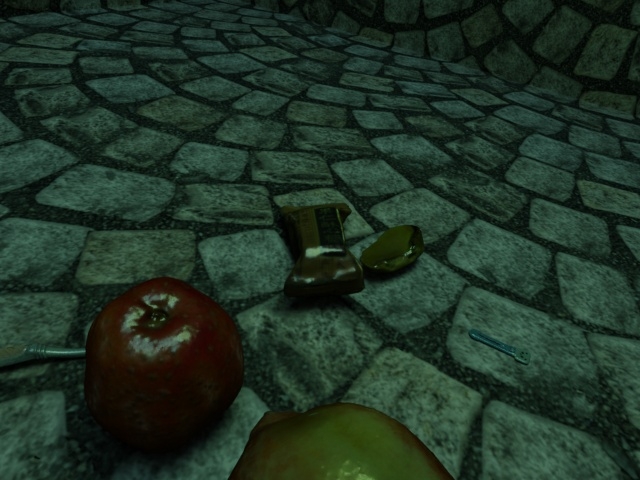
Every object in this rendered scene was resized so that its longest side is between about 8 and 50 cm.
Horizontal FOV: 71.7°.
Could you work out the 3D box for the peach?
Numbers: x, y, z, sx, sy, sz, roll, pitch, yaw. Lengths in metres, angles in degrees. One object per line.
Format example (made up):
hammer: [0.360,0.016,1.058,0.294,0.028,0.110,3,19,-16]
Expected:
peach: [0.011,0.246,0.354,0.232,0.233,0.256,-18,36,-31]

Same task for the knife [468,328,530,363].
knife: [0.278,0.162,0.689,0.096,0.010,0.027,23,39,18]

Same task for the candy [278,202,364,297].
candy: [0.000,0.000,0.774,0.143,0.101,0.271,-2,32,-6]

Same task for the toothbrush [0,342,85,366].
toothbrush: [-0.401,0.146,0.547,0.374,0.037,0.028,-6,37,-15]

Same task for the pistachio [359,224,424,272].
pistachio: [0.139,0.024,0.808,0.089,0.049,0.173,8,32,38]

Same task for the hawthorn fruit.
hawthorn fruit: [-0.175,0.133,0.495,0.189,0.189,0.189,6,37,-5]
